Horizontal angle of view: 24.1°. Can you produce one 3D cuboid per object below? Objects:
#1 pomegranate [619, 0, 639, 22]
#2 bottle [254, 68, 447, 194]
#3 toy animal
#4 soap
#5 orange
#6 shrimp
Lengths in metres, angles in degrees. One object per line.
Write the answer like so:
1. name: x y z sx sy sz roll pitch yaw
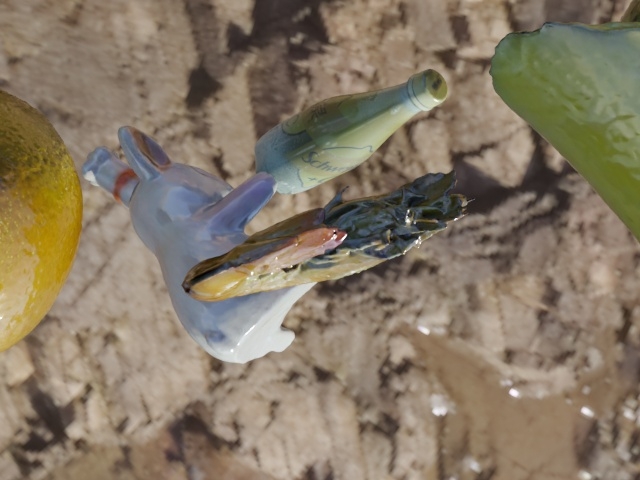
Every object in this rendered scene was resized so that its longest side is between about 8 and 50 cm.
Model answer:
1. pomegranate: 0.465 -0.145 1.559 0.341 0.285 0.285 30 89 -36
2. bottle: 0.032 -0.122 1.622 0.083 0.270 0.083 16 64 -36
3. toy animal: -0.111 -0.015 1.439 0.138 0.282 0.140 -17 151 -30
4. soap: 0.136 -0.023 0.522 0.168 0.089 0.033 47 46 -8
5. orange: -0.302 -0.015 1.209 0.236 0.236 0.236 -10 111 -28
6. shrimp: 0.000 0.000 1.167 0.150 0.249 0.068 -15 84 -67
